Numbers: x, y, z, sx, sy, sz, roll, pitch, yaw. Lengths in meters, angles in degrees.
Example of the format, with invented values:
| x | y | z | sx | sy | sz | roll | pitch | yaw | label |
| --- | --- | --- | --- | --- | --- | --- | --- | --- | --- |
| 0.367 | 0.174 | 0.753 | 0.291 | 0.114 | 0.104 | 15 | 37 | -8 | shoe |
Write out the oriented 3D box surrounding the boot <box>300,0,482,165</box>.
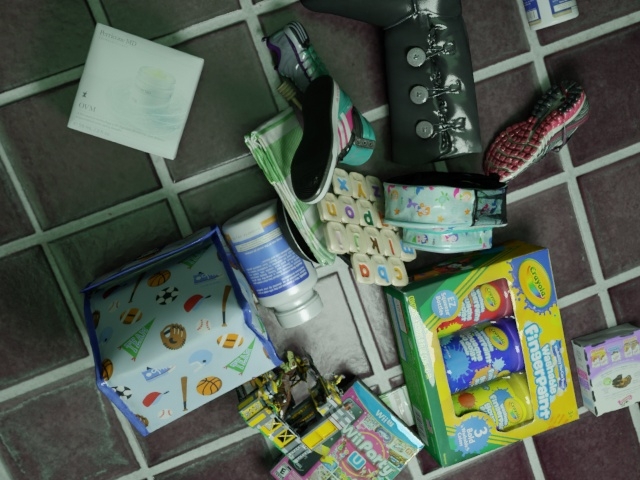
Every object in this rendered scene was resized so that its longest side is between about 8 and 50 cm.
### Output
| x | y | z | sx | sy | sz | roll | pitch | yaw | label |
| --- | --- | --- | --- | --- | --- | --- | --- | --- | --- |
| 0.157 | -0.384 | 1.586 | 0.367 | 0.146 | 0.445 | -2 | 121 | 22 | boot |

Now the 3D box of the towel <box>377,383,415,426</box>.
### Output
| x | y | z | sx | sy | sz | roll | pitch | yaw | label |
| --- | --- | --- | --- | --- | --- | --- | --- | --- | --- |
| 0.226 | 0.414 | 1.789 | 0.152 | 0.023 | 0.113 | -23 | 101 | -5 | towel |

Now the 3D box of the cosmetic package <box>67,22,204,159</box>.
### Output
| x | y | z | sx | sy | sz | roll | pitch | yaw | label |
| --- | --- | --- | --- | --- | --- | --- | --- | --- | --- |
| -0.387 | -0.312 | 1.509 | 0.224 | 0.138 | 0.224 | 17 | 95 | -12 | cosmetic package |

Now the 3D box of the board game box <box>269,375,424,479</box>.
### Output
| x | y | z | sx | sy | sz | roll | pitch | yaw | label |
| --- | --- | --- | --- | --- | --- | --- | --- | --- | --- |
| 0.063 | 0.514 | 1.709 | 0.224 | 0.097 | 0.303 | 43 | 89 | 5 | board game box |

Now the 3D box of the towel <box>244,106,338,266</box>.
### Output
| x | y | z | sx | sy | sz | roll | pitch | yaw | label |
| --- | --- | --- | --- | --- | --- | --- | --- | --- | --- |
| -0.031 | -0.124 | 1.554 | 0.038 | 0.248 | 0.324 | -25 | 104 | 26 | towel |

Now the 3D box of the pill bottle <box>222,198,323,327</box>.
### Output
| x | y | z | sx | sy | sz | roll | pitch | yaw | label |
| --- | --- | --- | --- | --- | --- | --- | --- | --- | --- |
| -0.099 | 0.056 | 1.609 | 0.152 | 0.152 | 0.271 | -26 | 102 | -5 | pill bottle |

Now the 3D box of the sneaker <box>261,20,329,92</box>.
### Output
| x | y | z | sx | sy | sz | roll | pitch | yaw | label |
| --- | --- | --- | --- | --- | --- | --- | --- | --- | --- |
| -0.044 | -0.377 | 1.602 | 0.098 | 0.083 | 0.223 | -17 | 113 | 27 | sneaker |

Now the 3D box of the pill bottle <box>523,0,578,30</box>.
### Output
| x | y | z | sx | sy | sz | roll | pitch | yaw | label |
| --- | --- | --- | --- | --- | --- | --- | --- | --- | --- |
| 0.515 | -0.588 | 1.628 | 0.112 | 0.112 | 0.186 | -19 | 102 | -6 | pill bottle |

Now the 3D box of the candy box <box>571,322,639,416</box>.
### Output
| x | y | z | sx | sy | sz | roll | pitch | yaw | label |
| --- | --- | --- | --- | --- | --- | --- | --- | --- | --- |
| 0.756 | 0.333 | 1.841 | 0.165 | 0.070 | 0.196 | -15 | 101 | -7 | candy box |

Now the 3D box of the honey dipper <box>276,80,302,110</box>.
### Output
| x | y | z | sx | sy | sz | roll | pitch | yaw | label |
| --- | --- | --- | --- | --- | --- | --- | --- | --- | --- |
| -0.036 | -0.297 | 1.627 | 0.030 | 0.030 | 0.161 | -45 | 107 | 0 | honey dipper |

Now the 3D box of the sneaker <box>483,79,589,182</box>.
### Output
| x | y | z | sx | sy | sz | roll | pitch | yaw | label |
| --- | --- | --- | --- | --- | --- | --- | --- | --- | --- |
| 0.522 | -0.236 | 1.690 | 0.299 | 0.121 | 0.112 | -42 | 134 | 7 | sneaker |

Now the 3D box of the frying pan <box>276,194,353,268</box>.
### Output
| x | y | z | sx | sy | sz | roll | pitch | yaw | label |
| --- | --- | --- | --- | --- | --- | --- | --- | --- | --- |
| -0.008 | -0.028 | 1.613 | 0.053 | 0.326 | 0.197 | -21 | 72 | 23 | frying pan |

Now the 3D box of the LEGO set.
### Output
| x | y | z | sx | sy | sz | roll | pitch | yaw | label |
| --- | --- | --- | --- | --- | --- | --- | --- | --- | --- |
| -0.063 | 0.301 | 1.556 | 0.192 | 0.331 | 0.255 | -37 | 111 | 2 | LEGO set |

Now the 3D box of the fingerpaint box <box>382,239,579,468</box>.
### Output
| x | y | z | sx | sy | sz | roll | pitch | yaw | label |
| --- | --- | --- | --- | --- | --- | --- | --- | --- | --- |
| 0.387 | 0.264 | 1.706 | 0.371 | 0.163 | 0.444 | -16 | 101 | -12 | fingerpaint box |

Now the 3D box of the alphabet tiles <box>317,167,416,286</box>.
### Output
| x | y | z | sx | sy | sz | roll | pitch | yaw | label |
| --- | --- | --- | --- | --- | --- | --- | --- | --- | --- |
| 0.106 | -0.028 | 1.593 | 0.284 | 0.021 | 0.277 | 7 | 61 | -44 | alphabet tiles |

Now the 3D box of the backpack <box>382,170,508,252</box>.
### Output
| x | y | z | sx | sy | sz | roll | pitch | yaw | label |
| --- | --- | --- | --- | --- | --- | --- | --- | --- | --- |
| 0.264 | -0.069 | 1.589 | 0.254 | 0.225 | 0.190 | 2 | 96 | -36 | backpack |

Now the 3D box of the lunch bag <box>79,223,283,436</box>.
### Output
| x | y | z | sx | sy | sz | roll | pitch | yaw | label |
| --- | --- | --- | --- | --- | --- | --- | --- | --- | --- |
| -0.308 | 0.142 | 1.479 | 0.328 | 0.385 | 0.238 | -25 | 130 | -4 | lunch bag |

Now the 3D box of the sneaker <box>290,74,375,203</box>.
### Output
| x | y | z | sx | sy | sz | roll | pitch | yaw | label |
| --- | --- | --- | --- | --- | --- | --- | --- | --- | --- |
| 0.032 | -0.187 | 1.524 | 0.178 | 0.124 | 0.295 | 32 | 58 | -45 | sneaker |
